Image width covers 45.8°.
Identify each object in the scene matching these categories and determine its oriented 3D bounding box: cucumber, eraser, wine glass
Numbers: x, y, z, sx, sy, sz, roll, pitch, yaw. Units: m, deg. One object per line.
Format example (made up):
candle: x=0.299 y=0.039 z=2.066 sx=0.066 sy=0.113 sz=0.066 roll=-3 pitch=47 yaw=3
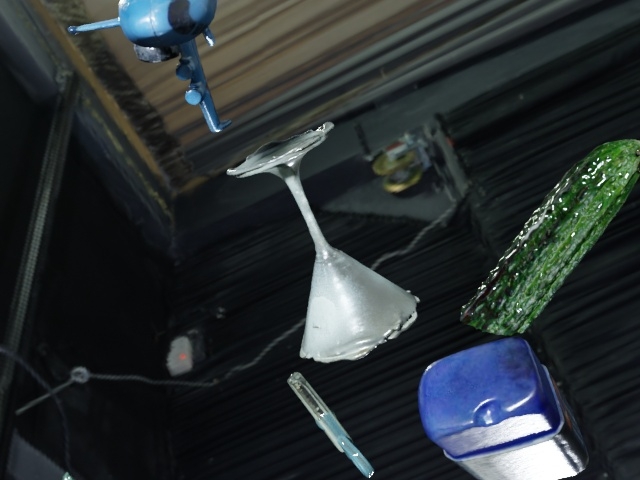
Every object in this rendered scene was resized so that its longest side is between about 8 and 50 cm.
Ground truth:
cucumber: x=0.247 y=0.001 z=0.811 sx=0.077 sy=0.265 sz=0.077 roll=22 pitch=-153 yaw=-12
eraser: x=0.234 y=0.233 z=0.960 sx=0.332 sy=0.155 sz=0.102 roll=47 pitch=-153 yaw=-51
wine glass: x=0.000 y=0.000 z=0.832 sx=0.156 sy=0.156 sz=0.232 roll=-86 pitch=-27 yaw=-74

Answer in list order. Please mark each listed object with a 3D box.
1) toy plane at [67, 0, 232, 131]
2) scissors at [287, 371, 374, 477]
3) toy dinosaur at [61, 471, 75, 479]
toy plane: x=-0.124 y=-0.200 z=0.632 sx=0.271 sy=0.105 sz=0.254 roll=-75 pitch=-22 yaw=-64
scissors: x=0.016 y=0.365 z=1.522 sx=0.289 sy=0.041 sz=0.138 roll=55 pitch=170 yaw=-28
toy dinosaur: x=-0.254 y=0.394 z=0.797 sx=0.079 sy=0.120 sz=0.292 roll=5 pitch=-120 yaw=-37
